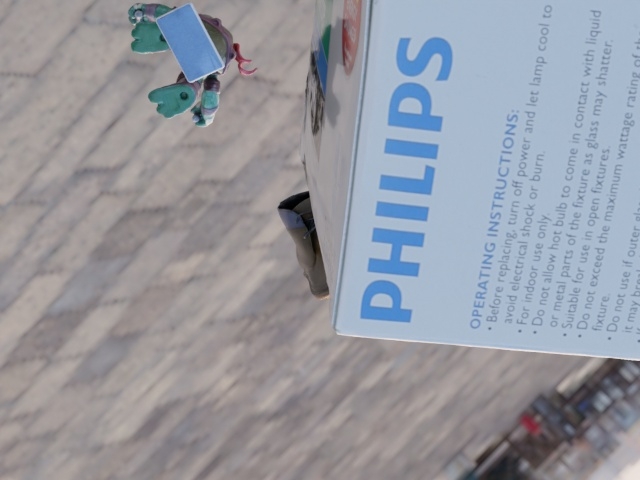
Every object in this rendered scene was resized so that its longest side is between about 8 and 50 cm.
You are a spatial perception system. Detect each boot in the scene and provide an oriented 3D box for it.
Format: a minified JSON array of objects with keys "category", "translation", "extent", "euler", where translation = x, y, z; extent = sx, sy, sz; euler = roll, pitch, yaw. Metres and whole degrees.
[{"category":"boot","translation":[0.000,0.000,1.612],"extent":[0.082,0.106,0.219],"euler":[-33,-174,-11]}]

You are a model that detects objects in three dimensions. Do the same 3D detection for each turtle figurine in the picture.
[{"category":"turtle figurine","translation":[-0.165,-0.231,1.831],"extent":[0.118,0.175,0.234],"euler":[-33,-172,15]}]

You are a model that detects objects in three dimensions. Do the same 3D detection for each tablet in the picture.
[{"category":"tablet","translation":[-0.148,-0.225,1.680],"extent":[0.054,0.083,0.006],"euler":[-20,-165,31]}]

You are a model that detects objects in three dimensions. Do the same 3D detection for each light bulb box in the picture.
[{"category":"light bulb box","translation":[0.180,-0.091,0.930],"extent":[0.358,0.361,0.225],"euler":[-100,-164,-70]}]
